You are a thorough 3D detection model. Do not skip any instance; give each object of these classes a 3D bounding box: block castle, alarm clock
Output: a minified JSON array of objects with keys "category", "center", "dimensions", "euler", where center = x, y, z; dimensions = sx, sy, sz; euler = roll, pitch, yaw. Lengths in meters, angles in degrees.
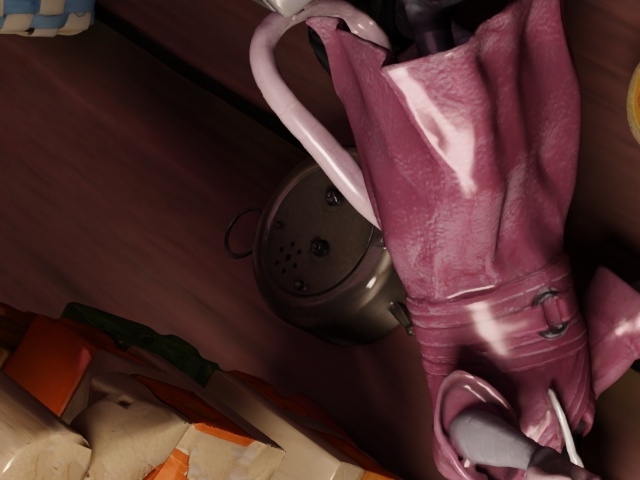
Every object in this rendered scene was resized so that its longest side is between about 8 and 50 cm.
[{"category":"block castle","center":[-0.150,0.194,1.119],"dimensions":[0.213,0.453,0.303],"euler":[34,95,36]},{"category":"alarm clock","center":[0.000,0.000,1.348],"dimensions":[0.192,0.064,0.129],"euler":[5,74,45]}]

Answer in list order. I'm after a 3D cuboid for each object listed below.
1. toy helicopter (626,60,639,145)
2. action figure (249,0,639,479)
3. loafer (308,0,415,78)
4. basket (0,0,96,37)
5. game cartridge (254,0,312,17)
[{"category":"toy helicopter","center":[0.316,-0.158,1.130],"dimensions":[0.355,0.140,0.235],"euler":[-47,56,28]},{"category":"action figure","center":[0.084,0.033,1.117],"dimensions":[0.276,0.248,0.370],"euler":[-4,102,40]},{"category":"loafer","center":[0.044,-0.118,1.353],"dimensions":[0.076,0.078,0.223],"euler":[-32,35,11]},{"category":"basket","center":[-0.278,-0.317,1.608],"dimensions":[0.255,0.201,0.289],"euler":[20,116,43]},{"category":"game cartridge","center":[0.020,-0.248,1.291],"dimensions":[0.230,0.068,0.355],"euler":[-43,16,-1]}]
